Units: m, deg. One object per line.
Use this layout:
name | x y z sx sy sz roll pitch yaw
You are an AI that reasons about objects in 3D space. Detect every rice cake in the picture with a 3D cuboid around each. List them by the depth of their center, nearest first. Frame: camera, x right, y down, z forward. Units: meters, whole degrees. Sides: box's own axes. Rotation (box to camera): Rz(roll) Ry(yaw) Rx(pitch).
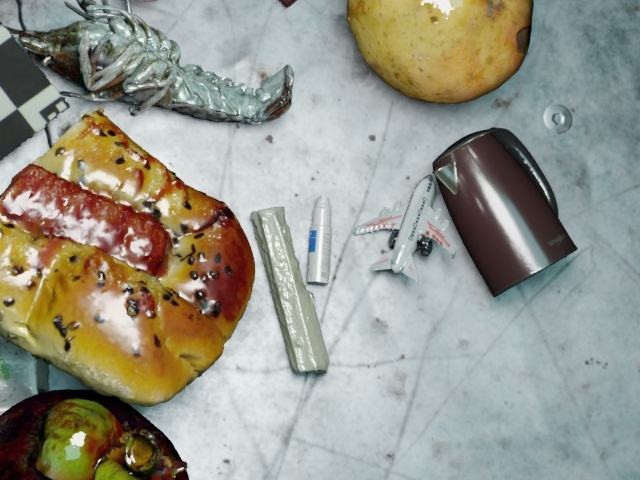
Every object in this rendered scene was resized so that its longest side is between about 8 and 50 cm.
rice cake | -0.042 0.073 1.936 0.057 0.052 0.256 -9 81 -38

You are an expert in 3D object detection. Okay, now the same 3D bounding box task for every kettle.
kettle | 0.280 -0.059 1.991 0.202 0.144 0.232 -26 84 -36

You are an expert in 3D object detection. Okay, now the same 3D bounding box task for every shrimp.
shrimp | -0.242 -0.251 1.904 0.410 0.166 0.221 24 42 -21

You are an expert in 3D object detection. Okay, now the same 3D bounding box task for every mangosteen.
mangosteen | -0.292 0.314 1.685 0.306 0.306 0.359 35 116 -4

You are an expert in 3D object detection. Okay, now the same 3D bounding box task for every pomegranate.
pomegranate | 0.176 -0.336 1.950 0.281 0.281 0.281 2 79 -12

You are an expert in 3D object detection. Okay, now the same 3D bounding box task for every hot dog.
hot dog | -0.273 0.039 1.781 0.365 0.196 0.367 39 51 -5

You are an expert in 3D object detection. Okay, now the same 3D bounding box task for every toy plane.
toy plane | 0.137 -0.021 1.979 0.162 0.065 0.171 13 60 24

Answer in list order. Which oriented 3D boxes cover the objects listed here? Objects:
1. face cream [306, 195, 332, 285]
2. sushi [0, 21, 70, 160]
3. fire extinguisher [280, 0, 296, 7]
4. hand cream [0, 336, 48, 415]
face cream | 0.000 0.000 1.966 0.034 0.034 0.130 6 79 -11
sushi | -0.589 -0.190 1.835 0.373 0.100 0.296 -40 117 -7
fire extinguisher | -0.080 -0.416 2.022 0.132 0.039 0.056 50 41 0
hand cream | -0.535 0.196 1.803 0.336 0.076 0.121 -5 83 -20
